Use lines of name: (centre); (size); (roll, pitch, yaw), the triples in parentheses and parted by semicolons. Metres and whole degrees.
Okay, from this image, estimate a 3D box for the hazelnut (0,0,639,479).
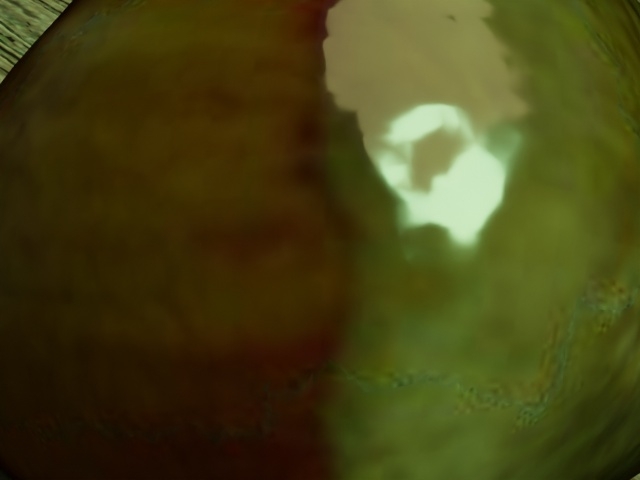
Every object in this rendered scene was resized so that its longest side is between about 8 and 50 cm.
hazelnut: (0.007, -0.001, 0.788); (0.365, 0.366, 0.366); (16, 25, -8)
